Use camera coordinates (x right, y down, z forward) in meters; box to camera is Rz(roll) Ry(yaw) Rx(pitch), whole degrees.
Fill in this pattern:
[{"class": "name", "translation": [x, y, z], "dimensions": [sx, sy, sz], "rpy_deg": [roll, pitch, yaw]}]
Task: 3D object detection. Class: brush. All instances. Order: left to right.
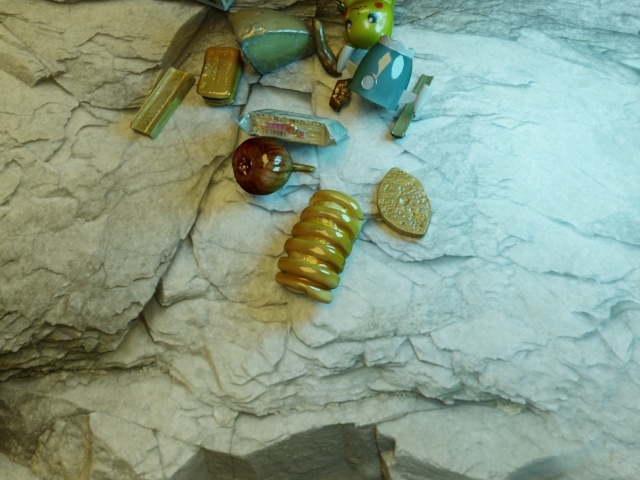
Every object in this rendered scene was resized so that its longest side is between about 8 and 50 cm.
[{"class": "brush", "translation": [0.270, -0.394, 1.577], "dimensions": [0.043, 0.036, 0.248], "rpy_deg": [22, 67, 12]}]

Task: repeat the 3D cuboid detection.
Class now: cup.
[{"class": "cup", "translation": [0.183, -0.478, 1.512], "dimensions": [0.299, 0.167, 0.173], "rpy_deg": [33, 113, 18]}]

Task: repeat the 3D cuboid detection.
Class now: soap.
[{"class": "soap", "translation": [-0.506, -0.442, 1.715], "dimensions": [0.092, 0.037, 0.252], "rpy_deg": [25, 75, 18]}]

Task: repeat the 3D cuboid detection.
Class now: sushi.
[{"class": "sushi", "translation": [0.065, -0.441, 1.617], "dimensions": [0.060, 0.061, 0.118], "rpy_deg": [18, 92, 7]}]

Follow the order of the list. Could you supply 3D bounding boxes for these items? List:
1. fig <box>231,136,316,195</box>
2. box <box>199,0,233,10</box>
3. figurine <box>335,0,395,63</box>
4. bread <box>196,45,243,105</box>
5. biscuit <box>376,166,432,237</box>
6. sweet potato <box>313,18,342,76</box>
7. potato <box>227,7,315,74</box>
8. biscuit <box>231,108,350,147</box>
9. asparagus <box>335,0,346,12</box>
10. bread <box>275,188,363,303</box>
[{"class": "fig", "translation": [-0.142, -0.209, 1.518], "dimensions": [0.175, 0.207, 0.175], "rpy_deg": [8, 103, 35]}, {"class": "box", "translation": [-0.407, -0.908, 1.861], "dimensions": [0.269, 0.079, 0.135], "rpy_deg": [27, 74, 18]}, {"class": "figurine", "translation": [0.140, -0.688, 1.616], "dimensions": [0.218, 0.169, 0.327], "rpy_deg": [0, 75, 31]}, {"class": "bread", "translation": [-0.314, -0.520, 1.694], "dimensions": [0.116, 0.077, 0.200], "rpy_deg": [2, 67, 12]}, {"class": "biscuit", "translation": [0.227, -0.102, 1.467], "dimensions": [0.142, 0.029, 0.221], "rpy_deg": [-23, 67, -2]}, {"class": "sweet potato", "translation": [0.010, -0.586, 1.642], "dimensions": [0.053, 0.182, 0.054], "rpy_deg": [-20, 27, 12]}, {"class": "potato", "translation": [-0.142, -0.670, 1.664], "dimensions": [0.264, 0.189, 0.211], "rpy_deg": [-19, 66, 1]}, {"class": "biscuit", "translation": [-0.078, -0.327, 1.538], "dimensions": [0.309, 0.186, 0.079], "rpy_deg": [10, 108, 13]}, {"class": "asparagus", "translation": [0.132, -0.706, 1.722], "dimensions": [0.034, 0.027, 0.236], "rpy_deg": [-36, 69, -23]}, {"class": "bread", "translation": [0.000, 0.000, 1.414], "dimensions": [0.173, 0.121, 0.311], "rpy_deg": [17, 71, 16]}]
